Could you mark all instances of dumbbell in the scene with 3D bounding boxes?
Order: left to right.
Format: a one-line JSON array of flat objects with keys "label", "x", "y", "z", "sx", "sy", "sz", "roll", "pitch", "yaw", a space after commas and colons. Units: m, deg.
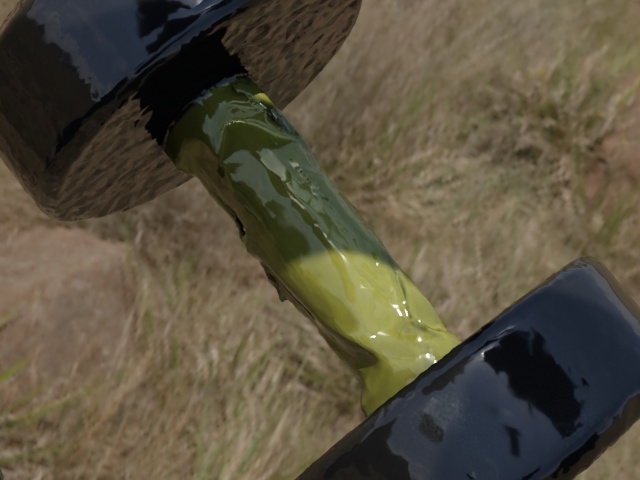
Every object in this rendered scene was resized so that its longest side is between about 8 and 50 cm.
[{"label": "dumbbell", "x": 0.000, "y": 0.000, "z": 0.701, "sx": 0.204, "sy": 0.204, "sz": 0.322, "roll": -28, "pitch": 76, "yaw": -46}]

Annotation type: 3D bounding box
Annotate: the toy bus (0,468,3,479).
[{"label": "toy bus", "x": -0.262, "y": 0.119, "z": 0.467, "sx": 0.162, "sy": 0.323, "sz": 0.194, "roll": 38, "pitch": 60, "yaw": -32}]
